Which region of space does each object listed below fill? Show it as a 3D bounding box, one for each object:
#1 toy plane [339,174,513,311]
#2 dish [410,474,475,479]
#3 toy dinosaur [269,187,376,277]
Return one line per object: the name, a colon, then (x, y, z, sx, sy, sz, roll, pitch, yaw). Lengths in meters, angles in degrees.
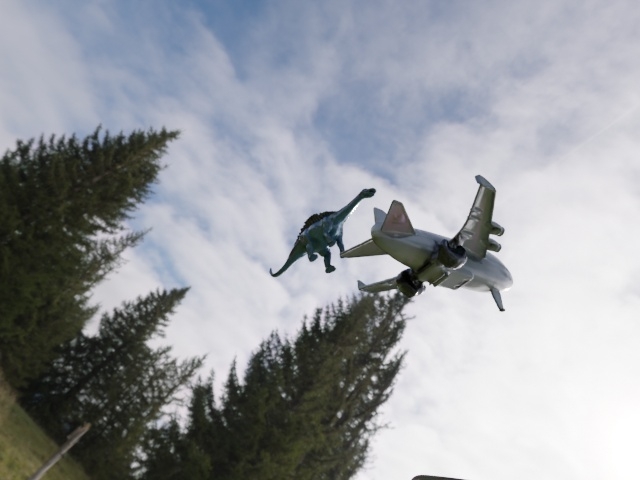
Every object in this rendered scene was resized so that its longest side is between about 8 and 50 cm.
toy plane: (0.109, 0.017, 0.395, 0.171, 0.065, 0.162, 24, -46, -20)
dish: (0.215, 0.369, 0.514, 0.234, 0.154, 0.064, -2, -58, 16)
toy dinosaur: (0.000, 0.000, 0.590, 0.197, 0.080, 0.045, -39, -53, 25)
